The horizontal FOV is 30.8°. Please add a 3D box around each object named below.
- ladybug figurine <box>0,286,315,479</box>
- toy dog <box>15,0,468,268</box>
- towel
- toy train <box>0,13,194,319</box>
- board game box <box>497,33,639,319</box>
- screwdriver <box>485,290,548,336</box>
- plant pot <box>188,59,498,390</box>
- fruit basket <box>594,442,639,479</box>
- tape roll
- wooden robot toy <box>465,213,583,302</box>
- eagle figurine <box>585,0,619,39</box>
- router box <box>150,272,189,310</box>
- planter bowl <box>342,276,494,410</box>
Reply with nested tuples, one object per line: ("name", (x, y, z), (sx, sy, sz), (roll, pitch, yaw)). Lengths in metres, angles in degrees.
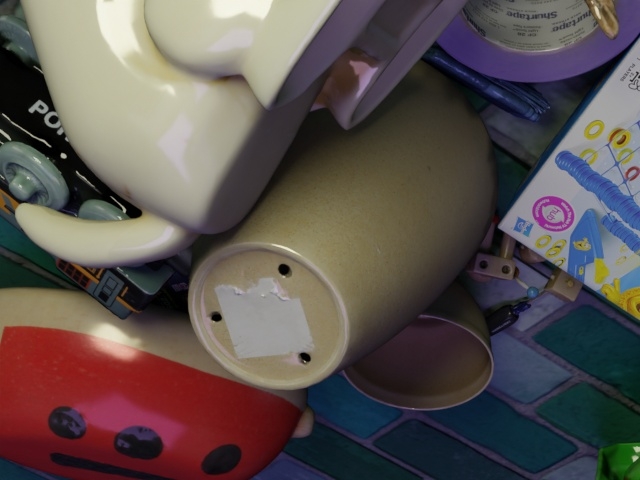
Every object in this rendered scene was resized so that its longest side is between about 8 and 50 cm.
("ladybug figurine", (-0.230, 0.186, 1.336), (0.449, 0.162, 0.305), (10, 149, 2))
("toy dog", (-0.137, -0.224, 0.825), (0.408, 0.284, 0.395), (44, 111, 10))
("towel", (0.144, -0.146, 1.034), (0.119, 0.067, 0.029), (27, 94, -18))
("toy train", (-0.248, -0.065, 1.091), (0.334, 0.142, 0.190), (37, 147, -3))
("board game box", (0.362, -0.047, 1.008), (0.302, 0.086, 0.308), (33, 133, 3))
("screwdriver", (0.239, 0.064, 1.263), (0.170, 0.024, 0.025), (-32, 94, 32))
("plant pot", (0.000, 0.000, 0.968), (0.256, 0.274, 0.257), (8, 119, 15))
("fruit basket", (0.484, 0.225, 1.274), (0.392, 0.283, 0.392), (1, 93, 15))
("tape roll", (0.173, -0.224, 0.931), (0.189, 0.080, 0.189), (4, 137, 4))
("wooden robot toy", (0.184, 0.017, 1.209), (0.173, 0.076, 0.079), (15, 172, -6))
("eagle figurine", (0.227, -0.315, 0.728), (0.226, 0.225, 0.298), (35, 133, -23))
("router box", (-0.175, 0.026, 1.279), (0.092, 0.038, 0.122), (-11, 133, 21))
("planter bowl", (0.106, 0.092, 1.249), (0.162, 0.109, 0.162), (5, 137, 5))
